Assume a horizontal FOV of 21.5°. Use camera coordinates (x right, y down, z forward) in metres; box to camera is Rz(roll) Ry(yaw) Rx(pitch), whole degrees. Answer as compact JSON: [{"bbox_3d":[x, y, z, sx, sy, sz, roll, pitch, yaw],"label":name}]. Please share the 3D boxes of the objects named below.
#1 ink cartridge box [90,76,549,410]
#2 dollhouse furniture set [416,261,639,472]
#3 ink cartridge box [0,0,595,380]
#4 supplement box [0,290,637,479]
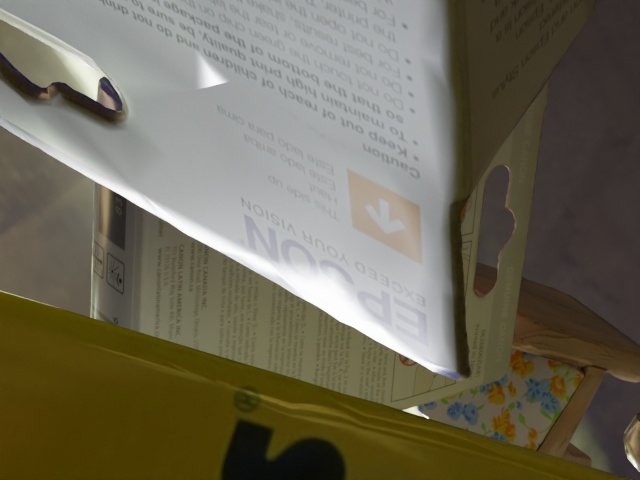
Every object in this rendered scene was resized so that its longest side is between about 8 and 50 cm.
[{"bbox_3d":[0.000,0.000,0.633,0.179,0.145,0.045,-13,-152,-35],"label":"ink cartridge box"},{"bbox_3d":[0.076,0.248,0.707,0.394,0.256,0.362,39,-76,38],"label":"dollhouse furniture set"},{"bbox_3d":[-0.082,-0.153,0.410,0.324,0.330,0.071,29,-120,27],"label":"ink cartridge box"},{"bbox_3d":[-0.045,0.138,0.373,0.195,0.356,0.194,97,10,-70],"label":"supplement box"}]
